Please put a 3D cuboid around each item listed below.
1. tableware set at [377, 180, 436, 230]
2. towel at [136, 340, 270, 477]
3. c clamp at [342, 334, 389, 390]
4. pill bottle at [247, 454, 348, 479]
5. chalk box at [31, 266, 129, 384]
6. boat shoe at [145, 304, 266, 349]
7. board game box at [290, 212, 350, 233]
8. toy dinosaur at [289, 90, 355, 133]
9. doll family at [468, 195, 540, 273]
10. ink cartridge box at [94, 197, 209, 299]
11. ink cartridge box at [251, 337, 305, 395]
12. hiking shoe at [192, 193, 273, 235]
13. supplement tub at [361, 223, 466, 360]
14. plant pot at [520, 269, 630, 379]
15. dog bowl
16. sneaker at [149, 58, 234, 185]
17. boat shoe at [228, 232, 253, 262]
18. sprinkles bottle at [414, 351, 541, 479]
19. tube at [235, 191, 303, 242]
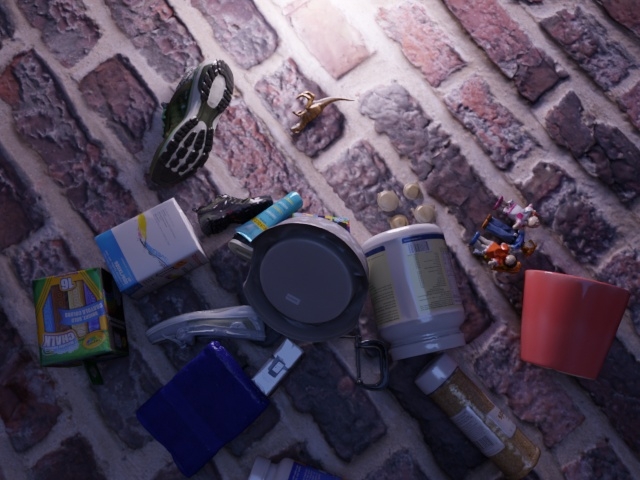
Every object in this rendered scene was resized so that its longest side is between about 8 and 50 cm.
[{"bbox_3d":[0.254,-0.096,1.748,0.168,0.020,0.141,-19,80,-7],"label":"tableware set"},{"bbox_3d":[-0.303,0.433,1.532,0.308,0.076,0.228,-43,85,12],"label":"towel"},{"bbox_3d":[0.124,0.338,1.642,0.137,0.022,0.161,-5,75,-8],"label":"c clamp"},{"bbox_3d":[-0.053,0.643,1.494,0.271,0.152,0.152,21,77,3],"label":"pill bottle"},{"bbox_3d":[-0.623,0.239,1.558,0.179,0.180,0.289,-10,76,-4],"label":"chalk box"},{"bbox_3d":[-0.308,0.246,1.602,0.320,0.118,0.103,-7,77,-12],"label":"boat shoe"},{"bbox_3d":[0.000,0.000,1.672,0.170,0.048,0.141,6,64,-13],"label":"board game box"},{"bbox_3d":[-0.016,-0.406,1.802,0.211,0.064,0.112,-37,98,0],"label":"toy dinosaur"},{"bbox_3d":[0.532,0.004,1.701,0.163,0.118,0.263,34,60,12],"label":"doll family"},{"bbox_3d":[-0.452,0.026,1.618,0.232,0.171,0.168,-29,79,-8],"label":"ink cartridge box"},{"bbox_3d":[-0.111,0.340,1.585,0.063,0.109,0.150,39,78,11],"label":"ink cartridge box"},{"bbox_3d":[-0.250,-0.100,1.696,0.226,0.086,0.114,-18,54,-23],"label":"hiking shoe"},{"bbox_3d":[0.249,0.140,1.580,0.235,0.235,0.325,-11,77,-4],"label":"supplement tub"},{"bbox_3d":[0.657,0.226,1.574,0.274,0.275,0.243,13,86,1],"label":"plant pot"},{"bbox_3d":[-0.031,0.094,1.549,0.348,0.102,0.349,7,117,15],"label":"dog bowl"},{"bbox_3d":[-0.408,-0.351,1.754,0.182,0.158,0.411,17,76,34],"label":"sneaker"},{"bbox_3d":[-0.144,0.043,1.672,0.233,0.084,0.079,32,54,2],"label":"boat shoe"},{"bbox_3d":[0.412,0.463,1.568,0.121,0.121,0.355,-42,82,-11],"label":"sprinkles bottle"},{"bbox_3d":[-0.139,-0.064,1.682,0.080,0.052,0.207,36,59,26],"label":"tube"}]
